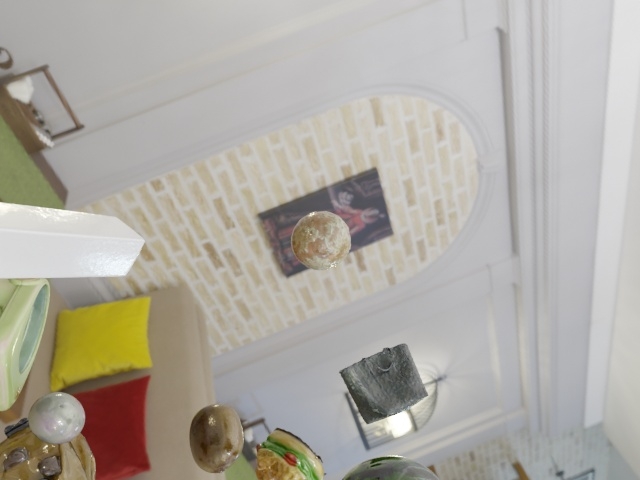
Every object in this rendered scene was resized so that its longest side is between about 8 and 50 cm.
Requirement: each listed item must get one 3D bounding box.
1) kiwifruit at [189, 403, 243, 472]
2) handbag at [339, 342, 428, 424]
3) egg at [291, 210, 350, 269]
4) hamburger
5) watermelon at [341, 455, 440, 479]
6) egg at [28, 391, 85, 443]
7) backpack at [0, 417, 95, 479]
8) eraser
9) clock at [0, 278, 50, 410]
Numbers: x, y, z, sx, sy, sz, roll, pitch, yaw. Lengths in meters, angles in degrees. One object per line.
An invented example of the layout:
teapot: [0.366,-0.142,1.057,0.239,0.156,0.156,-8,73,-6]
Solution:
kiwifruit: [-0.370,0.707,1.935,0.196,0.195,0.234,71,4,-52]
handbag: [0.180,0.389,1.492,0.088,0.270,0.175,-41,-113,45]
egg: [0.000,0.000,1.753,0.233,0.194,0.195,-1,67,-59]
hamburger: [-0.111,0.716,1.695,0.237,0.149,0.237,27,-38,24]
watermelon: [0.150,0.605,1.148,0.285,0.284,0.286,159,-90,-88]
egg: [-0.566,0.384,1.171,0.135,0.103,0.103,78,-8,-52]
backpack: [-0.820,0.683,1.524,0.378,0.353,0.201,42,-31,45]
eraser: [-0.390,0.003,0.783,0.078,0.076,0.298,35,9,18]
clock: [-0.628,0.168,1.108,0.308,0.096,0.235,-94,-159,-48]
